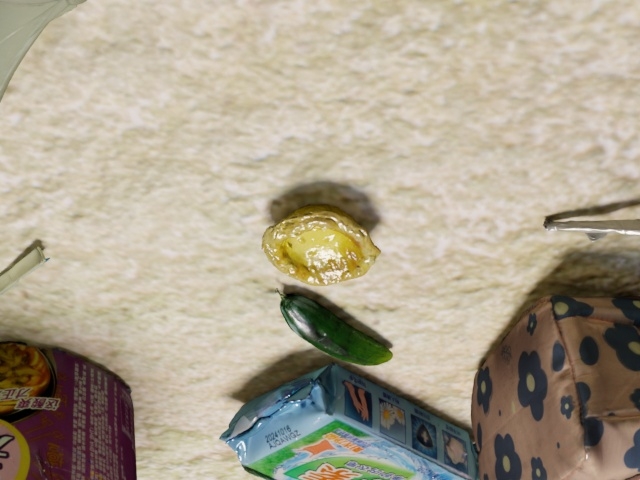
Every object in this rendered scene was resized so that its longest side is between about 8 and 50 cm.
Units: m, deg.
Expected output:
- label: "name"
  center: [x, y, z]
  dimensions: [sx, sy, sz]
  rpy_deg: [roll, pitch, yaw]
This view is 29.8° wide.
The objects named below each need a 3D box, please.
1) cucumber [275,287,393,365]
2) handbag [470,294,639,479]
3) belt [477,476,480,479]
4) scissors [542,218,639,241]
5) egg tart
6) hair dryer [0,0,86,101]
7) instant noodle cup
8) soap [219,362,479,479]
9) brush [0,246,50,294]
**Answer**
- label: "cucumber"
  center: [0.010, 0.091, 1.171]
  dimensions: [0.039, 0.039, 0.168]
  rpy_deg: [-29, 136, 32]
- label: "handbag"
  center: [0.272, 0.166, 1.159]
  dimensions: [0.193, 0.190, 0.251]
  rpy_deg: [2, 151, -13]
- label: "belt"
  center: [0.196, 0.333, 1.401]
  dimensions: [0.082, 0.163, 0.147]
  rpy_deg: [-6, 115, 10]
- label: "scissors"
  center: [0.295, -0.008, 1.022]
  dimensions: [0.212, 0.110, 0.021]
  rpy_deg: [0, 115, 21]
- label: "egg tart"
  center: [0.000, 0.000, 1.048]
  dimensions: [0.105, 0.039, 0.105]
  rpy_deg: [-1, 142, 0]
- label: "hair dryer"
  center: [-0.273, -0.188, 0.776]
  dimensions: [0.298, 0.119, 0.296]
  rpy_deg: [15, 147, 6]
- label: "instant noodle cup"
  center: [-0.328, 0.273, 1.217]
  dimensions: [0.340, 0.265, 0.339]
  rpy_deg: [-1, 143, -1]
- label: "soap"
  center: [0.038, 0.225, 1.313]
  dimensions: [0.293, 0.077, 0.156]
  rpy_deg: [29, 133, -33]
- label: "brush"
  center: [-0.273, 0.028, 1.099]
  dimensions: [0.084, 0.016, 0.013]
  rpy_deg: [-31, 173, 38]
